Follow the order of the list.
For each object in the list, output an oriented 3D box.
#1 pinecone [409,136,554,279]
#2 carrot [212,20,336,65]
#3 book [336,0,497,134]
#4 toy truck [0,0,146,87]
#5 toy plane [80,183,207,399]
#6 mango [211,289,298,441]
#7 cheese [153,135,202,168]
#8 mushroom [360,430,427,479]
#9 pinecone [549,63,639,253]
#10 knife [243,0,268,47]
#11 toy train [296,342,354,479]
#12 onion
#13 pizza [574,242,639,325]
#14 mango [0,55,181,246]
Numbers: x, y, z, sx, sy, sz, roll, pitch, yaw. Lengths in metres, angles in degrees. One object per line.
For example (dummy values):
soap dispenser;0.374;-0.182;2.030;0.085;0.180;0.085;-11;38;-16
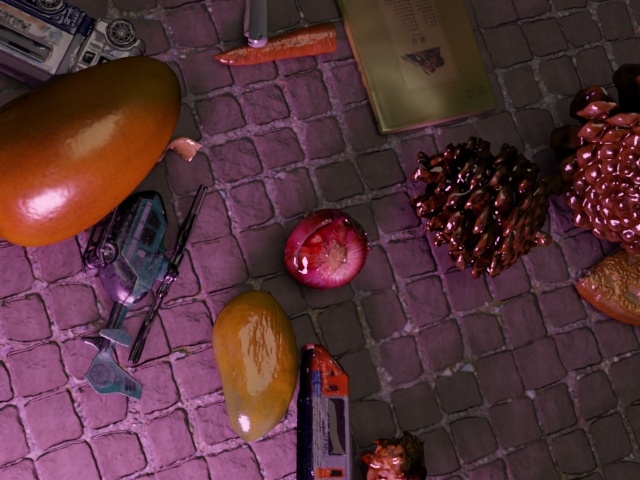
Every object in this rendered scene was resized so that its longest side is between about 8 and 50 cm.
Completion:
pinecone;0.284;-0.066;1.940;0.243;0.243;0.257;-20;63;-19
carrot;-0.081;-0.338;1.993;0.224;0.057;0.057;-15;81;-16
book;0.165;-0.381;2.081;0.239;0.035;0.352;-14;81;-17
toy truck;-0.433;-0.321;1.849;0.268;0.124;0.155;26;78;-7
toy plane;-0.303;0.061;1.807;0.155;0.106;0.382;25;66;-22
mango;-0.100;0.200;1.835;0.137;0.091;0.237;-12;86;-13
cheese;-0.245;-0.152;1.896;0.084;0.060;0.041;-14;80;-26
mushroom;0.185;0.505;1.733;0.356;0.331;0.334;21;89;5
pinecone;0.603;-0.178;2.005;0.384;0.384;0.384;4;76;-15
knife;-0.114;-0.408;1.992;0.044;0.023;0.162;-3;60;0
toy train;0.011;0.372;1.824;0.089;0.086;0.409;4;75;-16
onion;0.000;0.000;1.913;0.150;0.140;0.150;-12;124;-18
pizza;0.557;0.070;2.074;0.182;0.062;0.161;12;81;-8
mango;-0.374;-0.144;1.729;0.378;0.264;0.221;-36;114;-3
